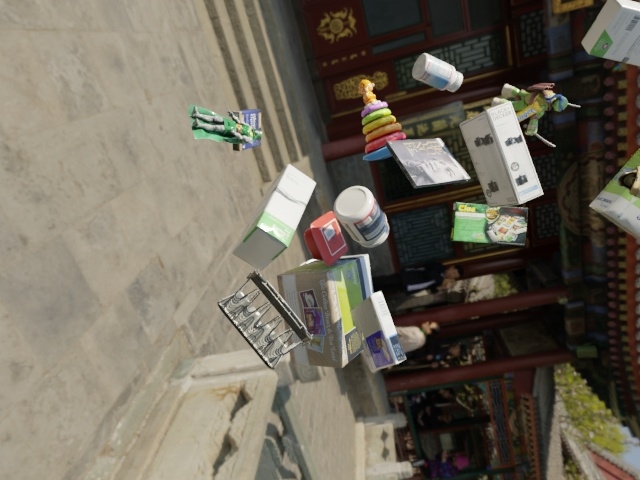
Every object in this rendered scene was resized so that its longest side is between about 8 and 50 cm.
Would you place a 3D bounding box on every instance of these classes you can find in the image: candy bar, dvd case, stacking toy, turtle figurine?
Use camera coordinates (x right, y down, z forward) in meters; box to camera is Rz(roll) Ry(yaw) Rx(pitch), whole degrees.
[{"bbox_3d":[0.642,-0.397,1.469,0.040,0.161,0.018,38,41,-27],"label":"candy bar"},{"bbox_3d":[0.306,-0.224,1.266,0.165,0.221,0.018,62,-37,24],"label":"dvd case"},{"bbox_3d":[0.212,-0.463,1.693,0.165,0.175,0.302,-27,97,-61],"label":"stacking toy"},{"bbox_3d":[0.832,-0.506,1.762,0.274,0.266,0.198,8,106,-51],"label":"turtle figurine"}]

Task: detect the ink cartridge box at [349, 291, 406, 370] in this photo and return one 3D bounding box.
[{"bbox_3d":[0.168,0.280,1.350,0.208,0.045,0.207,124,-51,-64],"label":"ink cartridge box"}]

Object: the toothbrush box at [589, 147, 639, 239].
[{"bbox_3d":[0.996,-0.149,1.314,0.206,0.283,0.122,34,15,0],"label":"toothbrush box"}]

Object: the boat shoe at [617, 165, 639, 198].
[{"bbox_3d":[0.681,-0.131,0.960,0.190,0.072,0.068,-32,131,-61],"label":"boat shoe"}]

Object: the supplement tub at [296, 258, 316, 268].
[{"bbox_3d":[-0.062,0.180,1.923,0.199,0.144,0.145,-44,-136,46],"label":"supplement tub"}]

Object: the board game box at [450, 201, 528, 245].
[{"bbox_3d":[0.588,-0.057,1.556,0.030,0.259,0.136,-124,-141,-84],"label":"board game box"}]

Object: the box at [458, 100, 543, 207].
[{"bbox_3d":[0.541,-0.252,1.350,0.169,0.087,0.290,177,-109,-81],"label":"box"}]

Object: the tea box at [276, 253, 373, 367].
[{"bbox_3d":[0.038,0.244,1.632,0.323,0.219,0.330,-17,100,-58],"label":"tea box"}]

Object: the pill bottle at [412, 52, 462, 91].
[{"bbox_3d":[0.402,-0.568,1.525,0.087,0.160,0.087,-164,-90,-69],"label":"pill bottle"}]

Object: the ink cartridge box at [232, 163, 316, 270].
[{"bbox_3d":[-0.149,-0.077,1.466,0.121,0.211,0.289,33,53,-14],"label":"ink cartridge box"}]

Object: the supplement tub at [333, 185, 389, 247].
[{"bbox_3d":[0.195,-0.105,2.069,0.272,0.191,0.191,48,29,-49],"label":"supplement tub"}]

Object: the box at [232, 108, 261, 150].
[{"bbox_3d":[-0.264,-0.416,1.660,0.225,0.036,0.137,-51,146,-66],"label":"box"}]

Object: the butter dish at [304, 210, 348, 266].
[{"bbox_3d":[0.000,0.000,1.545,0.160,0.118,0.160,-36,108,-50],"label":"butter dish"}]

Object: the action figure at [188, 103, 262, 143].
[{"bbox_3d":[-0.285,-0.352,1.390,0.232,0.063,0.137,6,61,-37],"label":"action figure"}]

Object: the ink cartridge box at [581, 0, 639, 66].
[{"bbox_3d":[1.008,-0.676,1.452,0.160,0.219,0.093,107,-9,-47],"label":"ink cartridge box"}]

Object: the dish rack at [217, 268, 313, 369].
[{"bbox_3d":[-0.124,0.176,0.986,0.208,0.074,0.271,49,-26,1],"label":"dish rack"}]
